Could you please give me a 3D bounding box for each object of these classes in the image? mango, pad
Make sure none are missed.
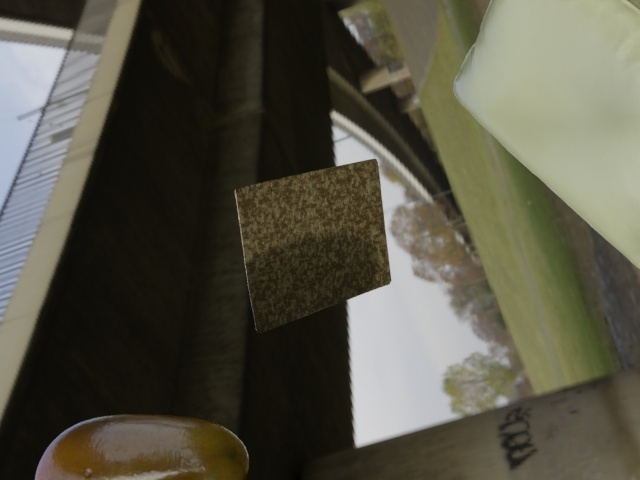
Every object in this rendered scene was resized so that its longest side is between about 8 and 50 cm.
[{"bbox_3d":[-0.173,0.219,0.827,0.138,0.253,0.113,38,-134,-39],"label":"mango"},{"bbox_3d":[0.000,0.000,0.993,0.235,0.003,0.158,-17,-76,-46],"label":"pad"}]

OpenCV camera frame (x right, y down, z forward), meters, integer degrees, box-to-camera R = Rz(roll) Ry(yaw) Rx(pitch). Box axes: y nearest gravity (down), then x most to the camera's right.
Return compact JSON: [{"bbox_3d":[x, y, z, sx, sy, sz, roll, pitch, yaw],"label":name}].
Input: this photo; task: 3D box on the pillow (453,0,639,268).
[{"bbox_3d":[0.282,-0.140,0.872,0.322,0.120,0.255,46,147,21],"label":"pillow"}]
